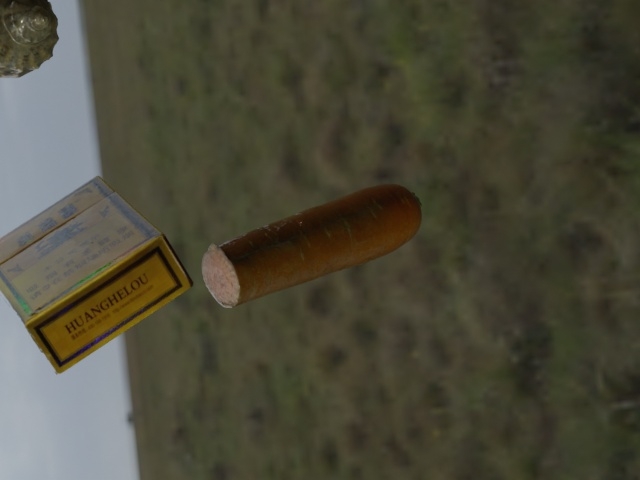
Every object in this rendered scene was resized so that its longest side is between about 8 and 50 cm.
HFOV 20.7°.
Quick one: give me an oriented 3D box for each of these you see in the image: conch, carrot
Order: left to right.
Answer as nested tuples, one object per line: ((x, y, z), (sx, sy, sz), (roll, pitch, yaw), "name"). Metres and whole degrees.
((-0.390, -0.269, 2.079), (0.130, 0.207, 0.155), (51, -123, -36), "conch")
((0.000, 0.000, 1.548), (0.067, 0.225, 0.067), (29, 128, 45), "carrot")

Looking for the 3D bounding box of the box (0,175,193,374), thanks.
((-0.295, 0.035, 2.140), (0.084, 0.193, 0.301), (62, 169, -24), "box")
